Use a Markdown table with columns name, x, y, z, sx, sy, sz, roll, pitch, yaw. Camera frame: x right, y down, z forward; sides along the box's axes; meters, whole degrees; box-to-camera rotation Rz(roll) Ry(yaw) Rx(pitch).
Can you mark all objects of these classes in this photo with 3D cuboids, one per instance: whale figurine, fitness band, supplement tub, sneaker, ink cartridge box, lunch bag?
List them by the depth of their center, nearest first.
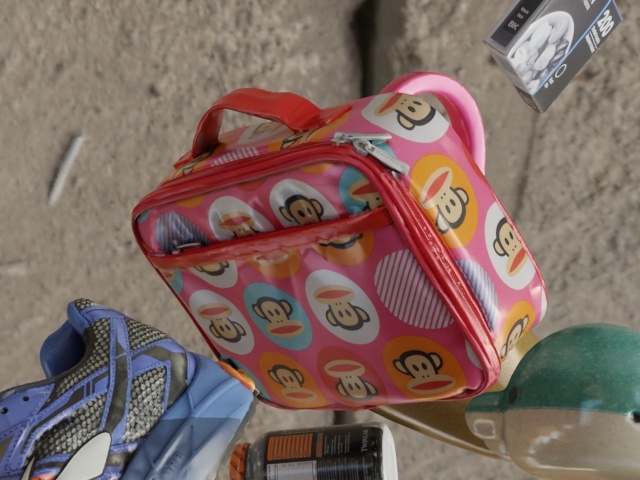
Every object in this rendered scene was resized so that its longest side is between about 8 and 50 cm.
| name | x | y | z | sx | sy | sz | roll | pitch | yaw |
| --- | --- | --- | --- | --- | --- | --- | --- | --- | --- |
| sneaker | -0.104 | 0.100 | 0.432 | 0.087 | 0.221 | 0.083 | 40 | 125 | -5 |
| lunch bag | 0.000 | 0.000 | 0.959 | 0.293 | 0.120 | 0.258 | -12 | 117 | 47 |
| whale figurine | 0.240 | 0.155 | 1.186 | 0.216 | 0.141 | 0.272 | 10 | 167 | -7 |
| ink cartridge box | 0.285 | -0.264 | 1.460 | 0.208 | 0.045 | 0.206 | -53 | 155 | 3 |
| supplement tub | -0.007 | 0.283 | 1.537 | 0.190 | 0.117 | 0.117 | -6 | 141 | 11 |
| fitness band | 0.128 | -0.077 | 1.683 | 0.209 | 0.054 | 0.291 | -3 | 100 | -33 |

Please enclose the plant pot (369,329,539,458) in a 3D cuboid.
| name | x | y | z | sx | sy | sz | roll | pitch | yaw |
| --- | --- | --- | --- | --- | --- | --- | --- | --- | --- |
| plant pot | 0.131 | 0.116 | 1.399 | 0.254 | 0.237 | 0.237 | 38 | 118 | -8 |
